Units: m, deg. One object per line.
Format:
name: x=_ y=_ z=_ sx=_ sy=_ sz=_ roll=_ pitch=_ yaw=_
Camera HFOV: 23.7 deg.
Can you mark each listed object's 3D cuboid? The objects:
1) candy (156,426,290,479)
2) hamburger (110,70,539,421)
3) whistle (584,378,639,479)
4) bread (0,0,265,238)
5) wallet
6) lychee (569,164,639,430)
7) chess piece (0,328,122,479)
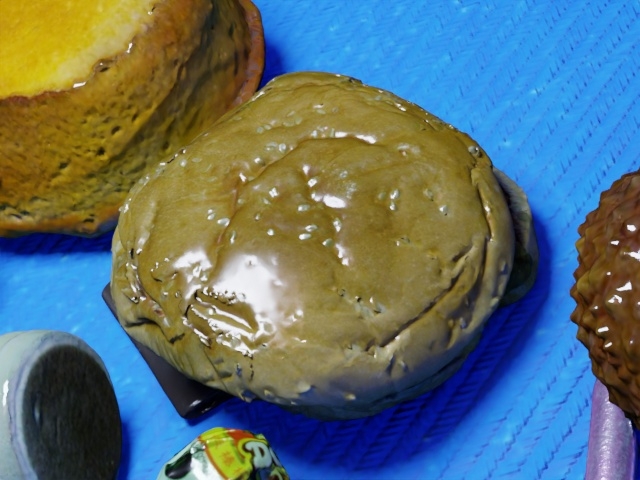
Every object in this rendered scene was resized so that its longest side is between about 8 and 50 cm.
candy: x=-0.152 y=0.229 z=0.998 sx=0.305 sy=0.091 sz=0.083 roll=-36 pitch=50 yaw=0
hamburger: x=-0.001 y=-0.001 z=1.071 sx=0.265 sy=0.134 sz=0.285 roll=26 pitch=61 yaw=37
whistle: x=0.183 y=0.144 z=0.961 sx=0.033 sy=0.033 sz=0.177 roll=-2 pitch=53 yaw=20
bread: x=-0.197 y=-0.149 z=1.253 sx=0.312 sy=0.172 sz=0.312 roll=-12 pitch=51 yaw=15
wallet: x=-0.102 y=0.065 z=1.146 sx=0.082 sy=0.018 sz=0.157 roll=-33 pitch=47 yaw=-7
lychee: x=0.250 y=0.040 z=0.918 sx=0.200 sy=0.200 sz=0.238 roll=-24 pitch=40 yaw=1
chess piece: x=-0.285 y=0.152 z=1.094 sx=0.271 sy=0.139 sz=0.139 roll=-14 pitch=48 yaw=26
